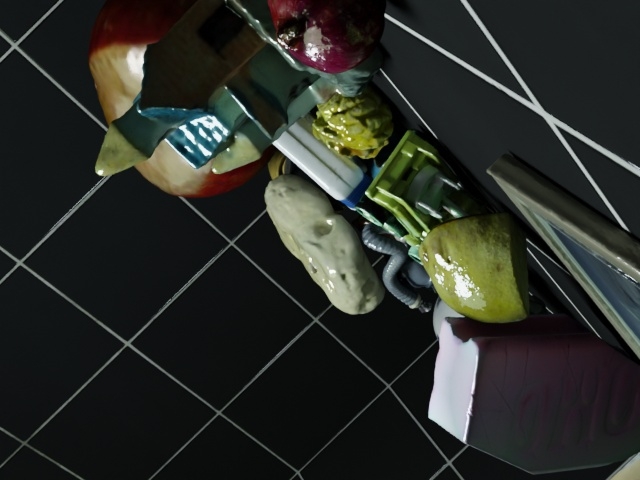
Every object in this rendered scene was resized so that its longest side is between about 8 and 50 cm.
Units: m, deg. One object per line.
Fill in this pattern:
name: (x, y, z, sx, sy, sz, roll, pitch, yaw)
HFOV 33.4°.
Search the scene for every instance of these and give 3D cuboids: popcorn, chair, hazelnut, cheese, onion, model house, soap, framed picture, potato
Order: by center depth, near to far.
onion: (0.001, -0.185, 0.869, 0.107, 0.097, 0.107, 33, 141, 32)
framed picture: (0.349, 0.122, 0.961, 0.446, 0.028, 0.326, 45, -178, -32)
model house: (-0.112, -0.158, 1.228, 0.194, 0.325, 0.267, 48, -178, -2)
potato: (0.180, 0.042, 1.320, 0.081, 0.149, 0.120, 38, -136, -45)
soap: (0.304, 0.199, 1.389, 0.324, 0.193, 0.109, 0, -163, -25)
popcorn: (0.044, -0.161, 1.465, 0.120, 0.106, 0.116, 41, 154, 60)
cheese: (-0.002, 0.001, 1.735, 0.263, 0.093, 0.159, 50, 168, 39)
hazelnut: (-0.224, -0.283, 1.850, 0.359, 0.359, 0.409, -131, 29, -58)
chair: (0.007, -0.137, 1.891, 0.172, 0.159, 0.247, 48, 162, 0)

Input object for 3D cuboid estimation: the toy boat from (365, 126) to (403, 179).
toy boat: (0.105, -0.127, 1.532, 0.185, 0.075, 0.077, -116, 14, -68)

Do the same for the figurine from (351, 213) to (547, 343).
figurine: (0.226, 0.069, 1.727, 0.382, 0.186, 0.261, 47, -173, -10)

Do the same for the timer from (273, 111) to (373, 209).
timer: (-0.027, -0.155, 1.602, 0.253, 0.078, 0.178, 42, -177, 12)

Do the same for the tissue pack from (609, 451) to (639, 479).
tissue pack: (0.335, 0.286, 0.979, 0.186, 0.222, 0.090, 46, -176, 33)

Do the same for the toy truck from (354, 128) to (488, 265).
toy truck: (0.164, -0.030, 1.429, 0.135, 0.128, 0.259, 31, 174, 30)

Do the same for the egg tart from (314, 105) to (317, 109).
egg tart: (-0.057, -0.287, 1.600, 0.212, 0.090, 0.212, 47, -176, -4)
